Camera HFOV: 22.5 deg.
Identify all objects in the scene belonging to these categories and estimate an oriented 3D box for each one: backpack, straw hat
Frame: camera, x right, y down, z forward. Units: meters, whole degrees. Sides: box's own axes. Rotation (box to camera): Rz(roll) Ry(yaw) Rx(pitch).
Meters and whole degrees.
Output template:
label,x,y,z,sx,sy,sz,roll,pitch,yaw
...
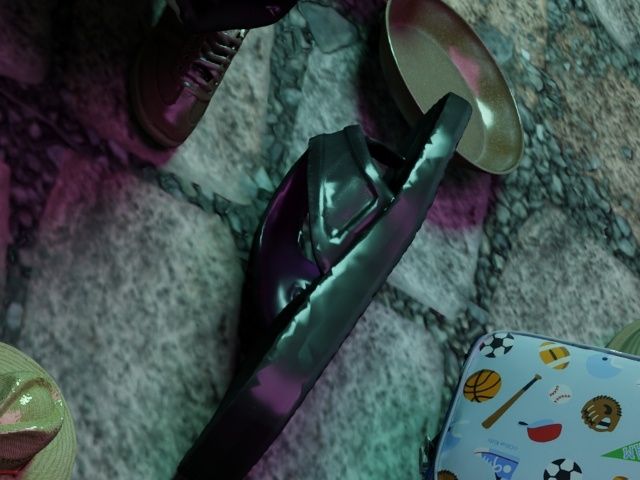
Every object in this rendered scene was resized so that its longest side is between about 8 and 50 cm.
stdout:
label,x,y,z,sx,sy,sz,roll,pitch,yaw
backpack,0.188,0.209,1.200,0.213,0.276,0.263,54,51,-56
straw hat,-0.196,0.112,1.012,0.144,0.061,0.144,24,53,-36

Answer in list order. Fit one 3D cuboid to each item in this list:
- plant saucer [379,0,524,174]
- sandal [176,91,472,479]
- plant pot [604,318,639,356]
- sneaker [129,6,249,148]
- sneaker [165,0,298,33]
label,x,y,z,sx,sy,sz,roll,pitch,yaw
plant saucer,0.114,-0.141,1.485,0.198,0.036,0.198,34,40,-35
sandal,0.001,-0.001,1.215,0.107,0.167,0.446,37,43,-2
plant pot,0.375,0.150,1.484,0.237,0.110,0.237,11,51,-15
sneaker,-0.095,-0.158,1.264,0.066,0.071,0.188,36,46,-27
sneaker,-0.149,-0.299,1.076,0.447,0.169,0.257,38,3,-44
